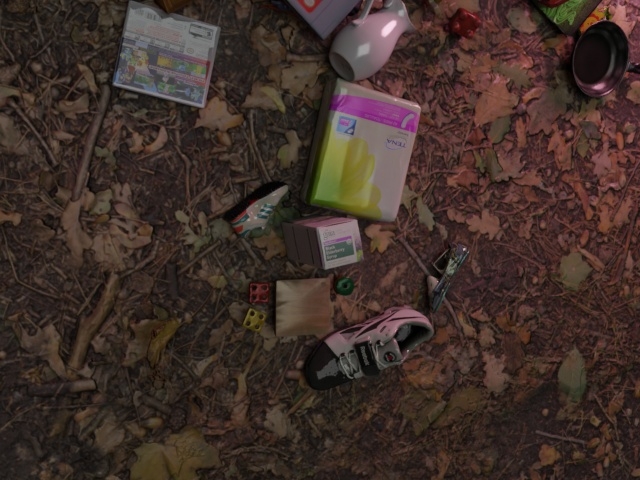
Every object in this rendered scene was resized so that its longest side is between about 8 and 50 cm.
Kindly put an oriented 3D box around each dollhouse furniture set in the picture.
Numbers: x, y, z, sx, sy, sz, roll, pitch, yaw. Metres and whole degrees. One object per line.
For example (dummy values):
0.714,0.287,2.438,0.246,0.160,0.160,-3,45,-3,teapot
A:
0.435,-0.630,1.861,0.374,0.152,0.201,-26,122,7,dollhouse furniture set

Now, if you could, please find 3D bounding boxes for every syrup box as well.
0.000,0.000,1.698,0.093,0.237,0.096,-14,100,-20,syrup box

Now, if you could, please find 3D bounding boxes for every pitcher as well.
0.110,-0.477,1.738,0.207,0.125,0.177,-45,140,-15,pitcher

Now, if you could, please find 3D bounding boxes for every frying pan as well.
0.789,-0.496,2.045,0.326,0.053,0.197,-18,111,-22,frying pan

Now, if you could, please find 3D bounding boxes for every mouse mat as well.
0.647,-0.639,1.986,0.153,0.007,0.189,41,82,-5,mouse mat

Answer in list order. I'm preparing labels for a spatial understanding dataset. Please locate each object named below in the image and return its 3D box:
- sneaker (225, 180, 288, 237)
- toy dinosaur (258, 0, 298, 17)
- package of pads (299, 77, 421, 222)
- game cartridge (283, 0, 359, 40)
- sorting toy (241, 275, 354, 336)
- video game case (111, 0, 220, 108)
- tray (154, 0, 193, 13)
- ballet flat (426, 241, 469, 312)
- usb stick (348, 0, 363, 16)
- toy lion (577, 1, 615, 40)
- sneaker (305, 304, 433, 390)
-0.134,-0.069,1.744,0.161,0.057,0.075,-37,124,-15,sneaker
-0.080,-0.525,1.731,0.090,0.047,0.082,-33,120,19,toy dinosaur
0.097,-0.203,1.789,0.229,0.101,0.296,13,92,-21,package of pads
-0.021,-0.595,1.640,0.196,0.060,0.294,-50,128,1,game cartridge
-0.056,0.153,1.795,0.275,0.046,0.132,-2,96,-21,sorting toy
-0.329,-0.395,1.645,0.201,0.023,0.183,11,91,-23,video game case
-0.184,-0.656,1.590,0.411,0.076,0.202,-33,143,-15,tray
0.303,0.088,1.927,0.070,0.070,0.188,32,82,-21,ballet flat
0.102,-0.657,1.772,0.077,0.045,0.277,23,87,-23,usb stick
0.725,-0.577,2.032,0.100,0.034,0.096,2,102,-22,toy lion
0.119,0.258,1.824,0.331,0.146,0.122,-30,107,-15,sneaker
